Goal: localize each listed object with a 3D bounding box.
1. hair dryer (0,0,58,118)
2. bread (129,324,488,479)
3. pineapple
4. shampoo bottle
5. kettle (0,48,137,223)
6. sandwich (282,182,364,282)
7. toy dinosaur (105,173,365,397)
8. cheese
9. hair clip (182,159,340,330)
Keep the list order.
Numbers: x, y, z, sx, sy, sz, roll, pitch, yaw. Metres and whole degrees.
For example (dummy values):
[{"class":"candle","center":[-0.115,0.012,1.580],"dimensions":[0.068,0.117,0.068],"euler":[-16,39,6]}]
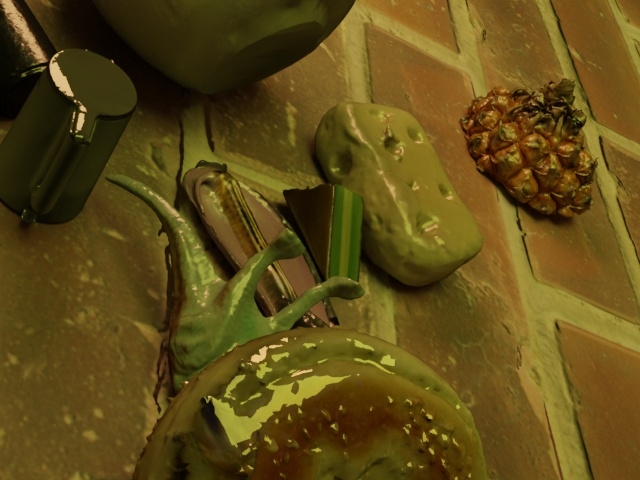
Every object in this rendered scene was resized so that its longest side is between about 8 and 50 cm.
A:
[{"class":"hair dryer","center":[-0.361,-0.233,1.011],"dimensions":[0.197,0.089,0.251],"euler":[56,7,16]},{"class":"bread","center":[-0.011,0.209,0.823],"dimensions":[0.305,0.159,0.305],"euler":[4,83,-30]},{"class":"pineapple","center":[0.313,-0.148,1.535],"dimensions":[0.140,0.164,0.250],"euler":[-27,75,-44]},{"class":"shampoo bottle","center":[-0.117,-0.345,1.215],"dimensions":[0.322,0.322,0.317],"euler":[-20,72,-50]},{"class":"kettle","center":[-0.245,-0.093,0.984],"dimensions":[0.098,0.148,0.127],"euler":[43,37,3]},{"class":"sandwich","center":[0.000,0.000,1.208],"dimensions":[0.074,0.074,0.116],"euler":[22,69,-54]},{"class":"toy dinosaur","center":[-0.078,0.065,0.973],"dimensions":[0.205,0.092,0.393],"euler":[-44,81,-9]},{"class":"cheese","center":[0.096,-0.061,1.303],"dimensions":[0.159,0.093,0.263],"euler":[4,50,-37]},{"class":"hair clip","center":[-0.037,0.048,1.101],"dimensions":[0.110,0.095,0.358],"euler":[-21,54,-18]}]
